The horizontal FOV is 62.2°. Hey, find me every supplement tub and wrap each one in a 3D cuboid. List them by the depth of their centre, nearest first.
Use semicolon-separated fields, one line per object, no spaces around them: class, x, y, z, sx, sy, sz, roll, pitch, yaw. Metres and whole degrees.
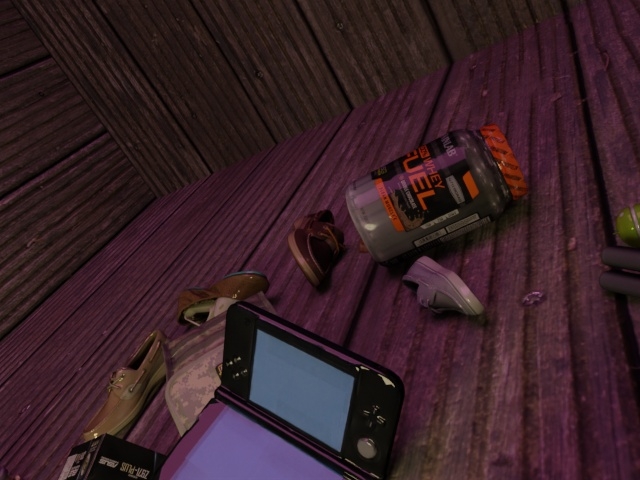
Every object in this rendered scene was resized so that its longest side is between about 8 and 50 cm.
supplement tub;0.240;-0.097;1.122;0.337;0.207;0.207;-26;23;15

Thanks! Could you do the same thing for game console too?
game console;-0.068;0.259;0.706;0.293;0.250;0.173;20;24;28

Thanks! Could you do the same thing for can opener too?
can opener;0.498;0.059;0.671;0.093;0.074;0.280;-4;9;-31

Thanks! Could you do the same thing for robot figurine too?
robot figurine;0.511;-0.029;0.811;0.115;0.067;0.101;-18;-1;31

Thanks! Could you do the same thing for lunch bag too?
lunch bag;-0.148;0.244;0.962;0.235;0.169;0.287;-29;22;-10

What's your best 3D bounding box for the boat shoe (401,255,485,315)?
boat shoe;0.211;0.095;0.949;0.081;0.079;0.227;-42;18;-1

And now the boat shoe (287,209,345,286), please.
boat shoe;0.000;0.000;1.355;0.123;0.123;0.342;-29;16;10

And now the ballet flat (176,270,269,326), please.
ballet flat;-0.267;0.170;1.381;0.342;0.116;0.124;-14;49;38

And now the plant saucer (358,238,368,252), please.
plant saucer;0.128;-0.001;1.320;0.083;0.015;0.083;-27;23;13

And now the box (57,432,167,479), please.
box;-0.328;0.388;0.863;0.180;0.147;0.078;-32;34;43

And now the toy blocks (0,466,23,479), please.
toy blocks;-0.737;0.543;0.996;0.288;0.260;0.309;-7;33;45

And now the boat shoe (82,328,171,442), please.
boat shoe;-0.459;0.342;1.261;0.109;0.098;0.302;-11;30;41
